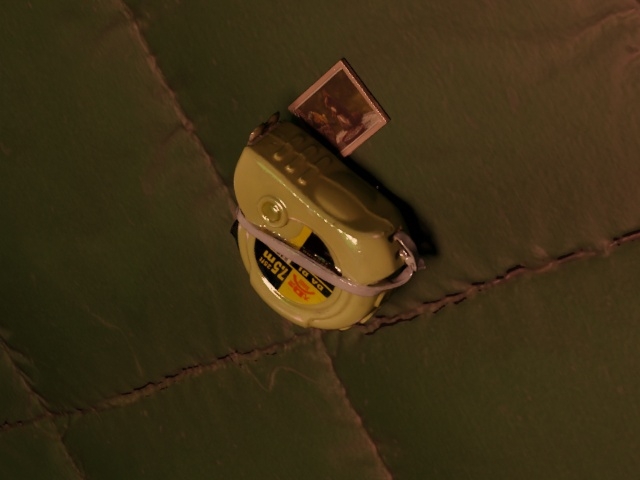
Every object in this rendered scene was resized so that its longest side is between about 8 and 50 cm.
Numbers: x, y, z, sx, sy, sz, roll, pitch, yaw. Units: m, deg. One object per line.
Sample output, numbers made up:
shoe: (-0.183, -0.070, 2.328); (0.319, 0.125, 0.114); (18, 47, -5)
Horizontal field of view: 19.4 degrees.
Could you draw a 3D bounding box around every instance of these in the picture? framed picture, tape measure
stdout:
framed picture: (0.015, -0.106, 1.571); (0.066, 0.006, 0.089); (54, 140, 1)
tape measure: (0.000, 0.000, 1.596); (0.177, 0.087, 0.154); (39, 133, 13)
